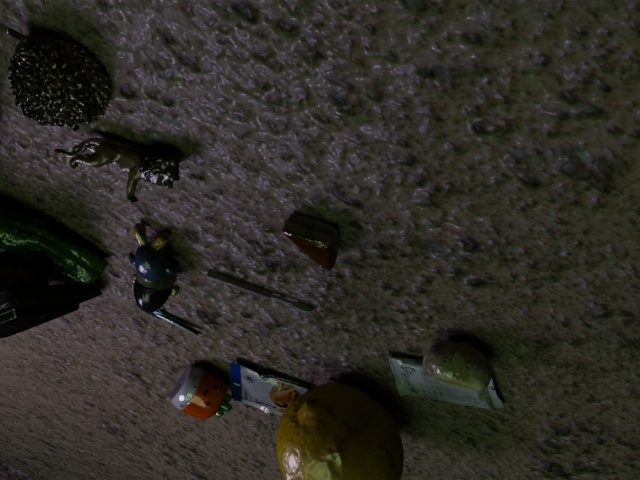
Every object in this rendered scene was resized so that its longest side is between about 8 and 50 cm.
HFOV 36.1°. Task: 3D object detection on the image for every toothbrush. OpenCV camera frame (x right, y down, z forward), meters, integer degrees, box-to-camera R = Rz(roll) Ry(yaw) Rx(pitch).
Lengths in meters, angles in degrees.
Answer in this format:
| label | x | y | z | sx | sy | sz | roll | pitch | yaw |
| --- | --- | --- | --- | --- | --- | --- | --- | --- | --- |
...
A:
| label | x | y | z | sx | sy | sz | roll | pitch | yaw |
| --- | --- | --- | --- | --- | --- | --- | --- | --- | --- |
| toothbrush | -0.104 | 0.089 | 1.683 | 0.194 | 0.014 | 0.017 | 20 | 149 | 8 |

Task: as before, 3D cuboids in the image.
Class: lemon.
| label | x | y | z | sx | sy | sz | roll | pitch | yaw |
| --- | --- | --- | --- | --- | --- | --- | --- | --- | --- |
| lemon | 0.036 | 0.387 | 1.827 | 0.233 | 0.234 | 0.288 | -1 | 137 | 35 |

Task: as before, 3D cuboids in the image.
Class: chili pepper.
| label | x | y | z | sx | sy | sz | roll | pitch | yaw |
| --- | --- | --- | --- | --- | --- | --- | --- | --- | --- |
| chili pepper | -0.509 | 0.003 | 1.774 | 0.253 | 0.083 | 0.099 | 28 | 150 | -14 |

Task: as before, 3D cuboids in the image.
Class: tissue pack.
| label | x | y | z | sx | sy | sz | roll | pitch | yaw |
| --- | --- | --- | --- | --- | --- | --- | --- | --- | --- |
| tissue pack | 0.211 | 0.244 | 1.687 | 0.193 | 0.026 | 0.123 | 5 | 143 | 28 |

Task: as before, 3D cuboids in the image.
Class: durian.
| label | x | y | z | sx | sy | sz | roll | pitch | yaw |
| --- | --- | --- | --- | --- | --- | --- | --- | --- | --- |
| durian | -0.377 | -0.213 | 1.350 | 0.148 | 0.091 | 0.188 | 0 | 139 | 34 |

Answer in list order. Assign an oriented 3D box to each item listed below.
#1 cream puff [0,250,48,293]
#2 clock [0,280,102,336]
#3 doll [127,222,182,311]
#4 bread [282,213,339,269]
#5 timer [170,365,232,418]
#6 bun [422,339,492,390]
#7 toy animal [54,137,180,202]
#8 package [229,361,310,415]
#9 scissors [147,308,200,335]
| label | x | y | z | sx | sy | sz | roll | pitch | yaw |
| --- | --- | --- | --- | --- | --- | --- | --- | --- | --- |
| cream puff | -0.592 | 0.070 | 1.891 | 0.126 | 0.103 | 0.144 | -3 | 163 | -31 |
| clock | -0.583 | 0.143 | 1.833 | 0.273 | 0.049 | 0.279 | -21 | 173 | 21 |
| doll | -0.288 | 0.050 | 1.695 | 0.102 | 0.089 | 0.179 | 19 | 124 | 9 |
| bread | 0.000 | 0.000 | 1.453 | 0.109 | 0.043 | 0.062 | 43 | 145 | -25 |
| timer | -0.242 | 0.326 | 2.045 | 0.136 | 0.099 | 0.136 | 28 | 158 | 12 |
| bun | 0.219 | 0.196 | 1.571 | 0.115 | 0.069 | 0.115 | 16 | 168 | 3 |
| toy animal | -0.302 | -0.112 | 1.476 | 0.219 | 0.069 | 0.086 | 10 | 124 | 14 |
| package | -0.104 | 0.311 | 1.998 | 0.173 | 0.027 | 0.171 | 16 | 147 | 8 |
| scissors | -0.288 | 0.155 | 1.906 | 0.119 | 0.014 | 0.058 | 27 | 153 | 3 |
